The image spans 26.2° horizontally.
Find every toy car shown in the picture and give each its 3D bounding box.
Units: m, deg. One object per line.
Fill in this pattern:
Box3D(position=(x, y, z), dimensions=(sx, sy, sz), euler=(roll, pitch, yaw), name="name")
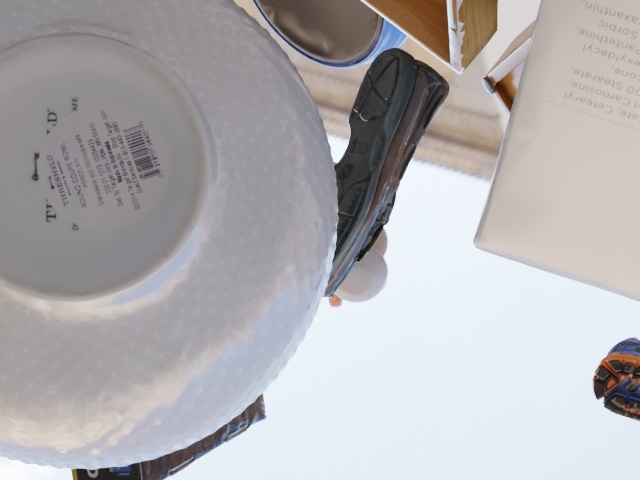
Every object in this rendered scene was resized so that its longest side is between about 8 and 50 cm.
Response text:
Box3D(position=(0.000, 0.000, 1.678), dimensions=(0.136, 0.182, 0.159), euler=(-26, -163, 12), name="toy car")

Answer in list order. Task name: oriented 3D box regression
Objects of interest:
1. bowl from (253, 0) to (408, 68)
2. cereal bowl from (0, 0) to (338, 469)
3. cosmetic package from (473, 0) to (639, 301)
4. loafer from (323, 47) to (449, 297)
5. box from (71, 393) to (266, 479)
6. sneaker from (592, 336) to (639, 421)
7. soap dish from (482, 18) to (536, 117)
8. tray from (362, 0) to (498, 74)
Box3D(position=(-0.002, -0.470, 2.337), dimensions=(0.391, 0.391, 0.077), euler=(24, -131, 38), name="bowl")
Box3D(position=(-0.151, -0.030, 0.860), dimensions=(0.338, 0.141, 0.339), euler=(1, -102, -4), name="cereal bowl")
Box3D(position=(0.359, -0.178, 1.203), dimensions=(0.327, 0.394, 0.329), euler=(18, -135, 9), name="cosmetic package")
Box3D(position=(0.058, -0.059, 1.405), dimensions=(0.096, 0.084, 0.268), euler=(28, -83, 58), name="loafer")
Box3D(position=(-0.154, 0.045, 1.275), dimensions=(0.079, 0.322, 0.257), euler=(-6, -174, 22), name="box")
Box3D(position=(0.384, 0.149, 1.369), dimensions=(0.221, 0.083, 0.087), euler=(22, -147, 5), name="sneaker")
Box3D(position=(0.320, -0.175, 1.671), dimensions=(0.118, 0.229, 0.291), euler=(-33, 179, -10), name="soap dish")
Box3D(position=(0.075, -0.312, 1.323), dimensions=(0.203, 0.411, 0.076), euler=(40, -96, 13), name="tray")
